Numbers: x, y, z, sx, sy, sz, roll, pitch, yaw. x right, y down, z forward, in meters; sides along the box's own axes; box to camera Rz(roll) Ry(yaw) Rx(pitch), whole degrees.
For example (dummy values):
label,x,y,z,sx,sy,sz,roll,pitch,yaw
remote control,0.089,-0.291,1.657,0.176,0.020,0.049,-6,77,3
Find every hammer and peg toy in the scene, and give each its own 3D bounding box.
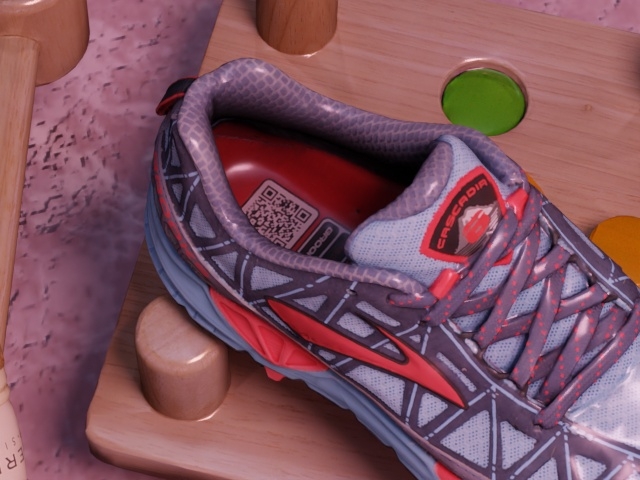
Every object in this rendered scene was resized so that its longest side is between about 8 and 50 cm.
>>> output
label,x,y,z,sx,sy,sz,roll,pitch,yaw
hammer and peg toy,0.000,0.000,0.841,0.361,0.127,0.266,12,63,5

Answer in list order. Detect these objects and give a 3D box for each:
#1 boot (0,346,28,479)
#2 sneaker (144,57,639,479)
label,x,y,z,sx,sy,sz,roll,pitch,yaw
boot,-0.202,0.156,0.739,0.262,0.095,0.203,-16,97,23
sneaker,0.046,0.023,0.685,0.262,0.125,0.104,27,66,12
